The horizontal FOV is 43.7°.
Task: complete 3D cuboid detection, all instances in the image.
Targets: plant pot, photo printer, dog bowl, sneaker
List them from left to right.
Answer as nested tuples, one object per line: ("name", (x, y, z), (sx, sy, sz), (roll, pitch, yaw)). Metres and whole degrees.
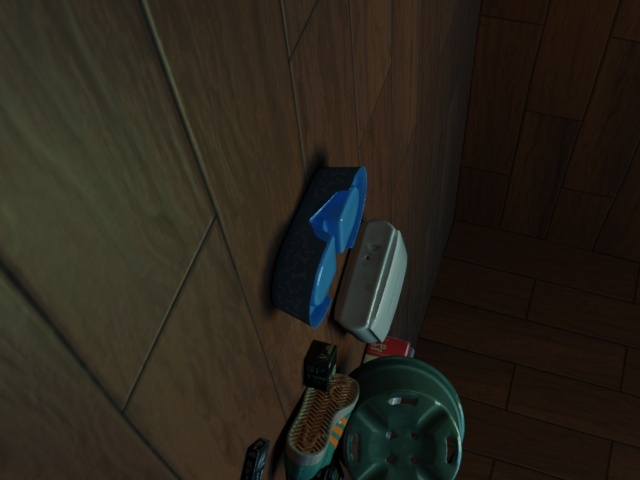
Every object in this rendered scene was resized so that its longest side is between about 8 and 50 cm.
("sneaker", (-0.006, 0.390, 1.656), (0.302, 0.108, 0.121), (-46, 155, -58))
("dog bowl", (0.000, 0.000, 1.314), (0.166, 0.074, 0.297), (85, 24, -54))
("photo printer", (0.126, 0.109, 1.874), (0.307, 0.107, 0.255), (57, 49, -72))
("plant pot", (0.181, 0.447, 1.841), (0.334, 0.341, 0.340), (50, 54, -84))

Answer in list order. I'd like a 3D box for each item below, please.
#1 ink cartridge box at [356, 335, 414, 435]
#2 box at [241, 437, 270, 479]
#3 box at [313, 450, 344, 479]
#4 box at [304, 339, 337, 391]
("ink cartridge box", (0.183, 0.450, 2.421), (0.226, 0.131, 0.306), (58, 49, -73))
("box", (-0.113, 0.387, 1.366), (0.067, 0.018, 0.083), (-1, 105, -76))
("box", (-0.025, 0.631, 1.864), (0.322, 0.079, 0.257), (77, 28, -63))
("box", (0.001, 0.256, 1.628), (0.062, 0.052, 0.083), (-63, 161, -47))
